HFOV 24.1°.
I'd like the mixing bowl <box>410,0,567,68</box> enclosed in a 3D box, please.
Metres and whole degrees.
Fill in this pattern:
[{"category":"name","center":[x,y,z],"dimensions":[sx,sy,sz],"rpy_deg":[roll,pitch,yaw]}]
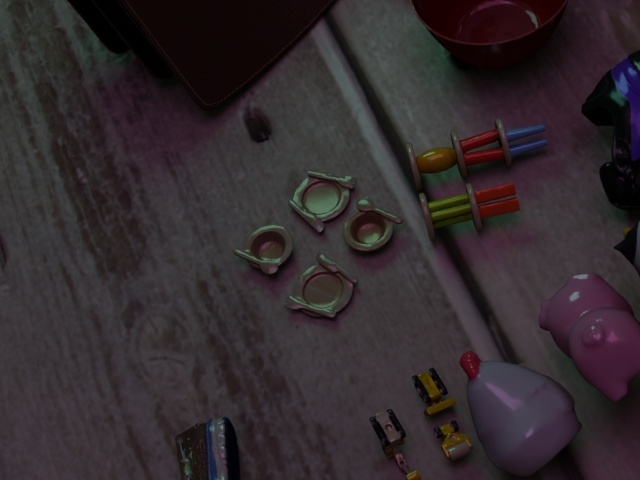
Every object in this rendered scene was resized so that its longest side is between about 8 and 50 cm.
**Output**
[{"category":"mixing bowl","center":[0.194,-0.260,1.669],"dimensions":[0.181,0.098,0.181],"rpy_deg":[-6,58,10]}]

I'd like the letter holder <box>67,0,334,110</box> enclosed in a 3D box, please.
[{"category":"letter holder","center":[-0.118,-0.321,1.770],"dimensions":[0.302,0.214,0.152],"rpy_deg":[-47,28,-17]}]

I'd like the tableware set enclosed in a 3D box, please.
[{"category":"tableware set","center":[0.000,0.000,1.601],"dimensions":[0.141,0.020,0.169],"rpy_deg":[30,70,28]}]

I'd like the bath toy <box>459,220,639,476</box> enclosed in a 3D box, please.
[{"category":"bath toy","center":[0.269,0.069,1.394],"dimensions":[0.348,0.151,0.129],"rpy_deg":[-43,82,8]}]

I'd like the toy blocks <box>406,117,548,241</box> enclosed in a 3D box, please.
[{"category":"toy blocks","center":[0.174,-0.069,1.582],"dimensions":[0.148,0.054,0.123],"rpy_deg":[-15,56,4]}]

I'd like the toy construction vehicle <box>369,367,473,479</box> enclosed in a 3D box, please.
[{"category":"toy construction vehicle","center":[0.097,0.184,1.459],"dimensions":[0.085,0.035,0.098],"rpy_deg":[-24,58,-15]}]

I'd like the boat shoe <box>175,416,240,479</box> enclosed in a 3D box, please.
[{"category":"boat shoe","center":[-0.112,0.259,1.446],"dimensions":[0.066,0.066,0.183],"rpy_deg":[-14,46,11]}]

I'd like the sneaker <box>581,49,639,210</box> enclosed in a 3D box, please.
[{"category":"sneaker","center":[0.366,-0.062,1.513],"dimensions":[0.146,0.102,0.293],"rpy_deg":[-35,61,9]}]
